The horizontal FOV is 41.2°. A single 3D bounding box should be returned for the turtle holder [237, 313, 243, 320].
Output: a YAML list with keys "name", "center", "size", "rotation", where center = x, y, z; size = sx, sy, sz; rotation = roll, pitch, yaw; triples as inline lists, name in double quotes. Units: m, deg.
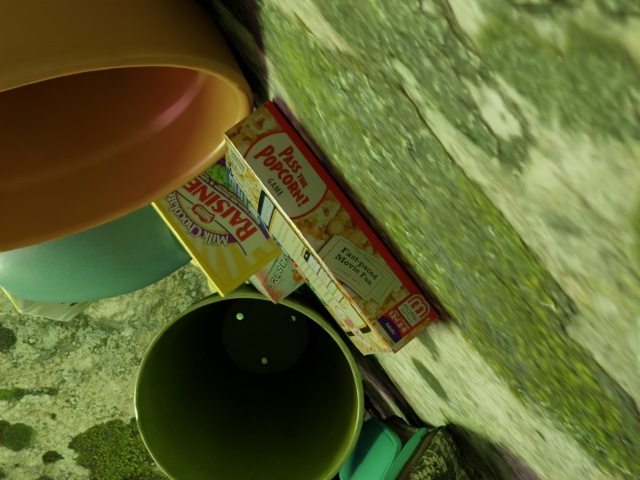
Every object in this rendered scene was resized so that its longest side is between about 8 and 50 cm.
- name: "turtle holder"
  center: [-0.158, 0.292, 1.815]
  size: [0.227, 0.243, 0.320]
  rotation: [34, -149, -7]

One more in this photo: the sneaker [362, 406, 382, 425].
- name: "sneaker"
  center: [0.033, 0.345, 1.425]
  size: [0.281, 0.162, 0.106]
  rotation: [54, 171, -8]

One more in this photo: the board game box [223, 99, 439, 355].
- name: "board game box"
  center: [0.000, 0.000, 0.656]
  size: [0.193, 0.045, 0.147]
  rotation: [52, 171, 2]

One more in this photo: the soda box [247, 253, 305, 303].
- name: "soda box"
  center: [-0.065, 0.018, 0.996]
  size: [0.058, 0.063, 0.183]
  rotation: [56, 170, -16]

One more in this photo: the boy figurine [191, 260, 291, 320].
- name: "boy figurine"
  center: [-0.176, 0.078, 1.693]
  size: [0.285, 0.092, 0.177]
  rotation: [49, 171, 26]

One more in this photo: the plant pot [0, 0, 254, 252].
- name: "plant pot"
  center: [-0.216, -0.135, 0.595]
  size: [0.291, 0.290, 0.204]
  rotation: [96, 153, -77]

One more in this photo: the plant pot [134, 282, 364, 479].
- name: "plant pot"
  center: [-0.082, 0.167, 1.154]
  size: [0.275, 0.274, 0.293]
  rotation: [54, -172, -8]

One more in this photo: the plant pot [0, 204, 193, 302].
- name: "plant pot"
  center: [-0.223, -0.060, 0.970]
  size: [0.195, 0.290, 0.290]
  rotation: [8, 151, 21]

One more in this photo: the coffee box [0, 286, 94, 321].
- name: "coffee box"
  center: [-0.404, -0.104, 1.361]
  size: [0.338, 0.334, 0.337]
  rotation: [52, 171, 3]

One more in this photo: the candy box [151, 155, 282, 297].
- name: "candy box"
  center: [-0.114, -0.057, 0.822]
  size: [0.206, 0.105, 0.027]
  rotation: [53, 171, -3]

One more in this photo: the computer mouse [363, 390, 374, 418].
- name: "computer mouse"
  center: [0.100, 0.281, 1.277]
  size: [0.242, 0.041, 0.071]
  rotation: [54, 165, 40]

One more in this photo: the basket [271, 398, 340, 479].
- name: "basket"
  center: [-0.066, 0.319, 1.294]
  size: [0.154, 0.226, 0.205]
  rotation: [-39, -56, -65]

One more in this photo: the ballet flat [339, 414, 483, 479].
- name: "ballet flat"
  center: [0.119, 0.285, 0.911]
  size: [0.182, 0.164, 0.483]
  rotation: [30, 175, 4]

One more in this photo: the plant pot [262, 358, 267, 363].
- name: "plant pot"
  center: [-0.049, 0.324, 1.574]
  size: [0.276, 0.276, 0.254]
  rotation: [54, 159, -7]
